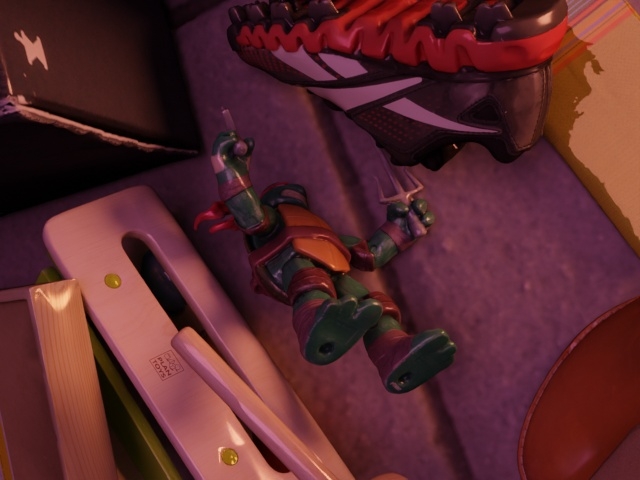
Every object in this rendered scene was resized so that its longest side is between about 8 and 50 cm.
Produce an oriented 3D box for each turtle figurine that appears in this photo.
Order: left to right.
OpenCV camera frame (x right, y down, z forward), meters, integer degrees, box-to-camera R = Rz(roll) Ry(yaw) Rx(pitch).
[{"bbox_3d":[0.000,0.000,0.674,0.118,0.175,0.234,-65,34,30],"label":"turtle figurine"}]

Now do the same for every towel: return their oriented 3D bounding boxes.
[{"bbox_3d":[0.201,-0.105,0.674,0.102,0.021,0.237,-38,77,18],"label":"towel"}]

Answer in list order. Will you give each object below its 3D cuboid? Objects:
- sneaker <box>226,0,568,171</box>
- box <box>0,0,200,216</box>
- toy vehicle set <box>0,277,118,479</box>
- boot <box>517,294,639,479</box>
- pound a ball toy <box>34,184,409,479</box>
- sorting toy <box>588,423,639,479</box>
[{"bbox_3d":[0.044,-0.117,0.675,0.276,0.097,0.135,13,128,36],"label":"sneaker"},{"bbox_3d":[-0.403,-0.233,0.694,0.471,0.297,0.480,-16,86,15],"label":"box"},{"bbox_3d":[-0.244,0.121,0.713,0.266,0.035,0.166,-8,93,48],"label":"toy vehicle set"},{"bbox_3d":[0.217,0.069,0.549,0.283,0.220,0.109,-39,75,12],"label":"boot"},{"bbox_3d":[-0.066,0.101,0.666,0.319,0.135,0.208,53,138,14],"label":"pound a ball toy"},{"bbox_3d":[0.259,0.180,0.529,0.229,0.041,0.307,26,130,4],"label":"sorting toy"}]
